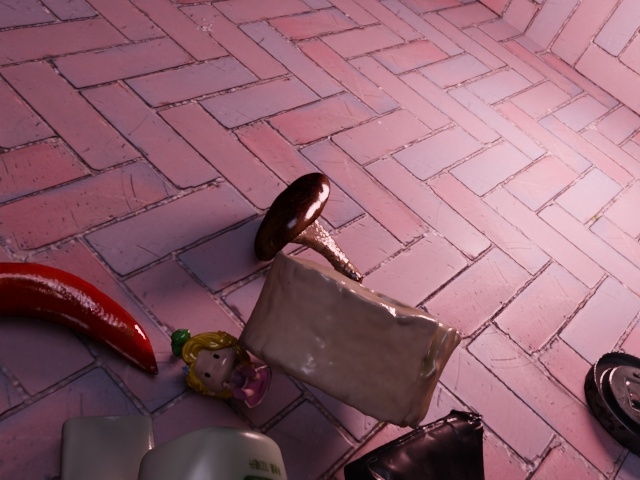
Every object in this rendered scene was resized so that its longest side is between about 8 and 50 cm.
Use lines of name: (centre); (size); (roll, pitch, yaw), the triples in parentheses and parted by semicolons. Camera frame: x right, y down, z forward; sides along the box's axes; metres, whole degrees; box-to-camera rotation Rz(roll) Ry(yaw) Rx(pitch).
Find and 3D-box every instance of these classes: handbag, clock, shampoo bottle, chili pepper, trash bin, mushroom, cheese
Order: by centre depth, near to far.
shampoo bottle: (-0.098, 0.392, 0.735); (0.222, 0.151, 0.349); (44, 27, -52)
trash bin: (-0.262, 0.288, 0.842); (0.116, 0.059, 0.130); (6, 44, -25)
handbag: (0.145, 0.363, 0.872); (0.223, 0.080, 0.246); (-13, 100, -34)
chili pepper: (-0.401, 0.095, 0.948); (0.369, 0.092, 0.137); (11, 55, -15)
cheese: (0.044, 0.134, 0.960); (0.292, 0.153, 0.332); (24, -1, 8)
mushroom: (0.000, 0.000, 1.258); (0.217, 0.148, 0.227); (41, 48, -13)
clock: (0.609, 0.313, 1.305); (0.215, 0.042, 0.215); (15, 42, -14)

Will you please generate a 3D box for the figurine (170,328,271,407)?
figurine: (-0.147, 0.187, 1.006); (0.156, 0.115, 0.094); (19, 72, 19)
